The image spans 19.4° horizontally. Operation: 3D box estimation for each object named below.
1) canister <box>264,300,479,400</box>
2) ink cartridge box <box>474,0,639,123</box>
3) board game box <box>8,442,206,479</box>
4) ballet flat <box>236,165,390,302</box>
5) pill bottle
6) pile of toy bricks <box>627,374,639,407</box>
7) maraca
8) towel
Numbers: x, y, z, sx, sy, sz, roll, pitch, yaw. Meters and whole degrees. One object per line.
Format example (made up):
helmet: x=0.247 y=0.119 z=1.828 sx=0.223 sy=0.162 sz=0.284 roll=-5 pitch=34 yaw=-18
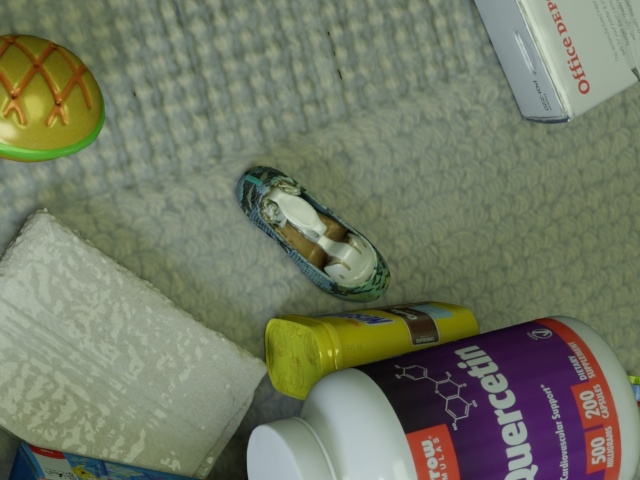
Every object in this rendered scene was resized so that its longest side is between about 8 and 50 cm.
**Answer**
canister: x=0.050 y=0.101 z=1.760 sx=0.170 sy=0.126 sz=0.073 roll=-6 pitch=96 yaw=-25
ink cartridge box: x=0.277 y=-0.232 z=1.854 sx=0.218 sy=0.092 sz=0.158 roll=-30 pitch=104 yaw=-21
board game box: x=-0.162 y=0.363 z=1.677 sx=0.302 sy=0.086 sz=0.308 roll=14 pitch=98 yaw=-23
ballet flat: x=0.000 y=0.000 z=1.764 sx=0.188 sy=0.070 sz=0.070 roll=36 pitch=79 yaw=-22
pill bottle: x=0.107 y=0.183 z=1.643 sx=0.323 sy=0.181 sz=0.181 roll=-13 pitch=99 yaw=-25
pile of toy bricks: x=0.324 y=0.198 z=1.895 sx=0.212 sy=0.105 sz=0.118 roll=10 pitch=90 yaw=-24
maraca: x=-0.275 y=-0.125 z=1.614 sx=0.186 sy=0.099 sz=0.127 roll=5 pitch=52 yaw=-22
towel: x=-0.196 y=0.118 z=1.695 sx=0.282 sy=0.049 sz=0.187 roll=38 pitch=77 yaw=-23
